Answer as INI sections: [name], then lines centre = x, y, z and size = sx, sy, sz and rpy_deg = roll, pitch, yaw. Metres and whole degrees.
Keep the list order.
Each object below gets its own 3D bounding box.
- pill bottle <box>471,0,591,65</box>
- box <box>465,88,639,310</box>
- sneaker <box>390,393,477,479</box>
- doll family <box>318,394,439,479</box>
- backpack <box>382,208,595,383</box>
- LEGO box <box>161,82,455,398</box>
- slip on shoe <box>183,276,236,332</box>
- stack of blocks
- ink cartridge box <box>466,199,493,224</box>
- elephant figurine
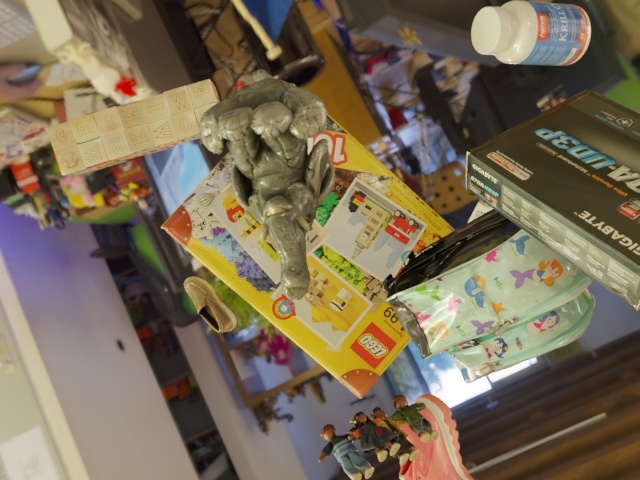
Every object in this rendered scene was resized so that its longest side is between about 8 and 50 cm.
[pill bottle]
centre = 0.420, -0.416, 1.433
size = 0.222, 0.124, 0.124
rpy_deg = -6, 162, -25
[box]
centre = 0.277, -0.052, 0.679
size = 0.175, 0.220, 0.051
rpy_deg = -28, 136, -19
[sneaker]
centre = 0.217, 0.464, 1.375
size = 0.136, 0.313, 0.116
rpy_deg = -15, 165, -28
[doll family]
centre = 0.085, 0.304, 1.116
size = 0.193, 0.111, 0.076
rpy_deg = -7, 126, -32
[backpack]
centre = 0.235, 0.044, 0.884
size = 0.253, 0.191, 0.225
rpy_deg = -39, 176, 31
[LEGO box]
centre = 0.000, 0.000, 1.431
size = 0.372, 0.500, 0.193
rpy_deg = -49, -174, -3
[slip on shoe]
centre = -0.216, 0.121, 1.338
size = 0.041, 0.135, 0.051
rpy_deg = -23, 154, -51
[stack of blocks]
centre = -0.326, -0.206, 1.317
size = 0.297, 0.087, 0.171
rpy_deg = -17, -173, -2
[ink cartridge box]
centre = 0.336, -0.050, 1.164
size = 0.217, 0.092, 0.158
rpy_deg = -64, -158, 3
[elephant figurine]
centre = -0.055, -0.078, 0.940
size = 0.169, 0.239, 0.186
rpy_deg = 16, -137, 43
